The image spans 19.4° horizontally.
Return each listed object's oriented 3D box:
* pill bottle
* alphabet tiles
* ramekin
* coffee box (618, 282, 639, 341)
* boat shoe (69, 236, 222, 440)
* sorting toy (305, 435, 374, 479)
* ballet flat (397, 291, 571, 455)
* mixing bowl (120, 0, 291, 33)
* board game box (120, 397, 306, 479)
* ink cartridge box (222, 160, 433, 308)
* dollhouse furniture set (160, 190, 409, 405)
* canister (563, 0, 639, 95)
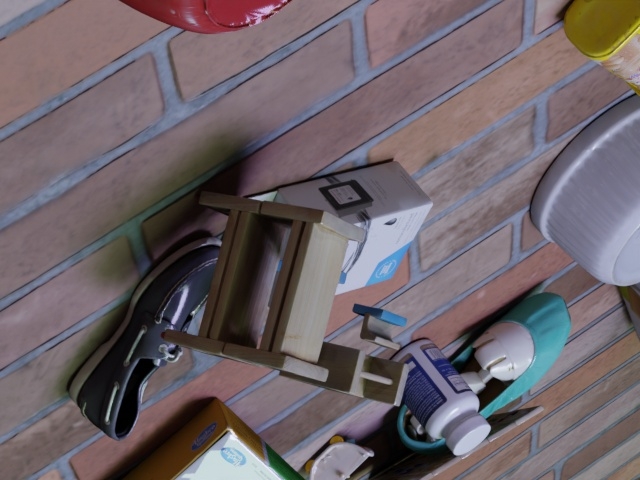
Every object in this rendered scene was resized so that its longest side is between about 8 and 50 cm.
[{"bbox_3d":[0.128,0.170,2.012,0.067,0.120,0.067,-29,152,-17],"label":"pill bottle"},{"bbox_3d":[0.124,0.256,2.169,0.237,0.009,0.198,-28,180,-21],"label":"alphabet tiles"},{"bbox_3d":[0.331,-0.047,1.940,0.207,0.109,0.207,-30,153,-17],"label":"ramekin"},{"bbox_3d":[0.581,0.073,2.169,0.338,0.338,0.334,-38,149,-3],"label":"coffee box"},{"bbox_3d":[-0.135,0.086,1.603,0.075,0.065,0.206,9,126,-53],"label":"boat shoe"},{"bbox_3d":[0.026,0.252,2.108,0.083,0.045,0.075,-45,161,12],"label":"sorting toy"},{"bbox_3d":[0.180,0.153,2.091,0.247,0.083,0.087,-45,158,16],"label":"ballet flat"},{"bbox_3d":[-0.063,-0.200,1.203,0.181,0.098,0.181,-30,152,-18],"label":"mixing bowl"},{"bbox_3d":[-0.139,0.341,1.869,0.316,0.064,0.242,-41,119,5],"label":"board game box"},{"bbox_3d":[0.000,0.000,1.645,0.180,0.060,0.104,-16,146,-39],"label":"ink cartridge box"},{"bbox_3d":[-0.017,0.050,1.554,0.183,0.129,0.129,23,80,-55],"label":"dollhouse furniture set"},{"bbox_3d":[0.304,-0.199,1.705,0.126,0.073,0.170,-47,151,15],"label":"canister"}]
